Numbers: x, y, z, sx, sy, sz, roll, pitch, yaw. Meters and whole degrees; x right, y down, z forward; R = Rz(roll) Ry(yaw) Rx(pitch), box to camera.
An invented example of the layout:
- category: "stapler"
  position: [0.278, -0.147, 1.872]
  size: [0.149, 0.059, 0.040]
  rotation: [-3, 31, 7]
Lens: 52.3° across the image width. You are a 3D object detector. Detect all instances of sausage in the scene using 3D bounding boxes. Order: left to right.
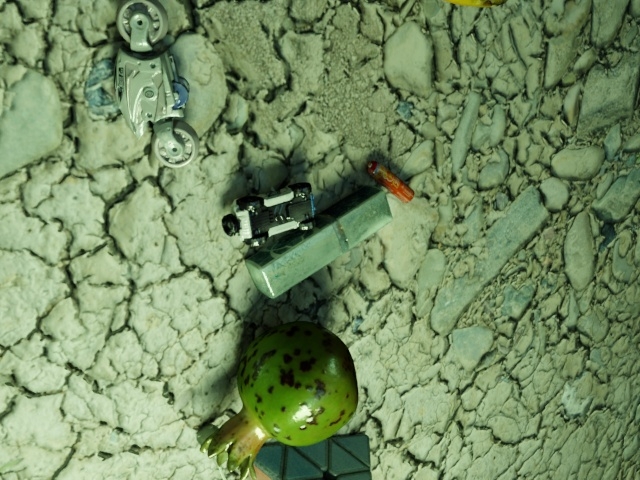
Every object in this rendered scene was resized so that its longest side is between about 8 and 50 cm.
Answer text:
- category: "sausage"
  position: [0.134, -0.118, 1.275]
  size: [0.129, 0.034, 0.034]
  rotation: [35, 83, -36]

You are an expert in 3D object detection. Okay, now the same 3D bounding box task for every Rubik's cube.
- category: "Rubik's cube"
  position: [-0.008, 0.514, 1.288]
  size: [0.228, 0.228, 0.233]
  rotation: [-12, 70, 7]

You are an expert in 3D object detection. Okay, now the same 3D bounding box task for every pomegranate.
- category: "pomegranate"
  position: [-0.054, 0.277, 1.118]
  size: [0.231, 0.231, 0.286]
  rotation: [55, 49, -32]

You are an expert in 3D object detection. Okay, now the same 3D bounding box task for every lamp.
- category: "lamp"
  position: [-0.178, 0.427, 1.208]
  size: [0.050, 0.056, 0.198]
  rotation: [-30, 121, -27]

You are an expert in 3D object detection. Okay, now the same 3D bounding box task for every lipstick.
- category: "lipstick"
  position: [0.000, 0.000, 1.190]
  size: [0.289, 0.077, 0.076]
  rotation: [-34, 120, -21]

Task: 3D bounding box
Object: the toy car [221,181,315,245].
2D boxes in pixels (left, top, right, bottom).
- category: "toy car"
  position: [-0.088, -0.046, 1.122]
  size: [0.170, 0.070, 0.080]
  rotation: [-19, 113, -31]

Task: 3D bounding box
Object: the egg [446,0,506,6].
- category: "egg"
  position: [0.226, -0.560, 1.111]
  size: [0.337, 0.201, 0.337]
  rotation: [-33, 129, -52]

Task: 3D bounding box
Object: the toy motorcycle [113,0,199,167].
- category: "toy motorcycle"
  position: [-0.250, -0.225, 0.958]
  size: [0.112, 0.112, 0.254]
  rotation: [-24, 117, -27]
